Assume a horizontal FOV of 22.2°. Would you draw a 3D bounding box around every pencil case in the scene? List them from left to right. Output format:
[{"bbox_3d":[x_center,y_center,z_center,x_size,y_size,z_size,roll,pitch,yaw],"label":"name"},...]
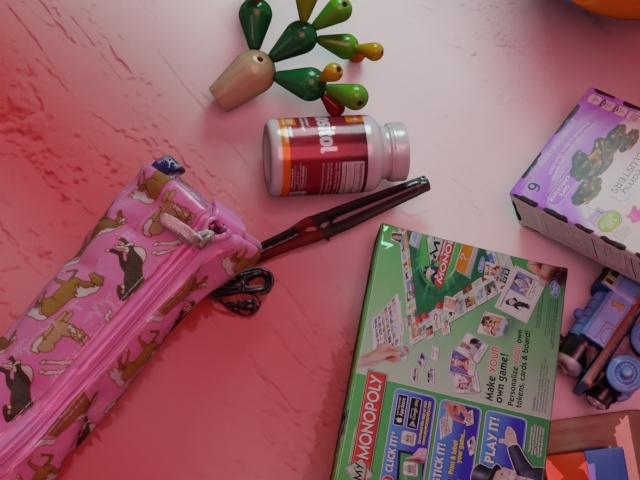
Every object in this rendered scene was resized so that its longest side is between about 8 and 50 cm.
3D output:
[{"bbox_3d":[-0.235,0.100,1.643,0.160,0.167,0.386,35,76,25],"label":"pencil case"}]

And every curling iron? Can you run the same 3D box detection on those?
[{"bbox_3d":[0.000,0.000,1.773,0.274,0.035,0.068,-29,80,-13],"label":"curling iron"}]

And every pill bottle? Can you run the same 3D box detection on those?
[{"bbox_3d":[0.017,-0.093,1.771,0.152,0.086,0.086,-4,78,-10],"label":"pill bottle"}]

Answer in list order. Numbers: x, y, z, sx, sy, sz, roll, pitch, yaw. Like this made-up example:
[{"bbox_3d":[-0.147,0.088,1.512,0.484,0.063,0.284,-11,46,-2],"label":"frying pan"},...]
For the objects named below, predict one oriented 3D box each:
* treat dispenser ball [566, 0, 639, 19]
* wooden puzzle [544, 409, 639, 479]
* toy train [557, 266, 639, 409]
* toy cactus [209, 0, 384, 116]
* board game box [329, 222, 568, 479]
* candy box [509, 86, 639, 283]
[{"bbox_3d":[0.347,-0.385,1.782,0.288,0.288,0.288,2,77,-8],"label":"treat dispenser ball"},{"bbox_3d":[0.223,0.352,1.706,0.347,0.080,0.322,-7,79,-10],"label":"wooden puzzle"},{"bbox_3d":[0.329,0.095,1.785,0.105,0.080,0.184,35,77,9],"label":"toy train"},{"bbox_3d":[-0.043,-0.212,1.795,0.180,0.112,0.219,-37,88,4],"label":"toy cactus"},{"bbox_3d":[0.138,0.146,1.705,0.213,0.046,0.317,14,58,-2],"label":"board game box"},{"bbox_3d":[0.335,-0.056,1.773,0.196,0.070,0.165,28,71,32],"label":"candy box"}]
